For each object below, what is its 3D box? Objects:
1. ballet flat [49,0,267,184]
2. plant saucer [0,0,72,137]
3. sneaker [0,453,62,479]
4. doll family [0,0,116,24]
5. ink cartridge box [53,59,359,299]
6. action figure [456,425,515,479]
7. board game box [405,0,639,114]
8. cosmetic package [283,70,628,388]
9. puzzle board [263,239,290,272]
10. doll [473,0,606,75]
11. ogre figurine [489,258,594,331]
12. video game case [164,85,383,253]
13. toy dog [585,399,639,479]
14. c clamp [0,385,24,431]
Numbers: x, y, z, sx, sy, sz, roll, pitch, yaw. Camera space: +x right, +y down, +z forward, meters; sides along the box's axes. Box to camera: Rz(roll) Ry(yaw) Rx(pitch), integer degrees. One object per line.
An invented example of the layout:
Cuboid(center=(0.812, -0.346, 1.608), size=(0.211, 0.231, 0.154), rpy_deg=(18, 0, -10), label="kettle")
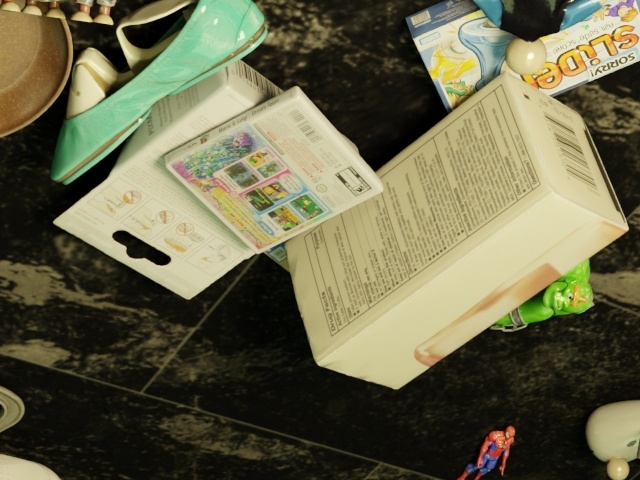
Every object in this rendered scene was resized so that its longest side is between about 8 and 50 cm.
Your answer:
Cuboid(center=(-0.162, -0.148, 1.448), size=(0.247, 0.083, 0.087), rpy_deg=(-34, 109, 19), label="ballet flat")
Cuboid(center=(-0.311, -0.166, 1.407), size=(0.198, 0.036, 0.198), rpy_deg=(-7, 136, -7), label="plant saucer")
Cuboid(center=(-0.418, 0.263, 1.732), size=(0.305, 0.114, 0.152), rpy_deg=(2, 148, -12), label="sneaker")
Cuboid(center=(-0.241, -0.236, 1.308), size=(0.193, 0.076, 0.111), rpy_deg=(3, 98, -29), label="doll family")
Cuboid(center=(-0.108, -0.057, 1.568), size=(0.232, 0.066, 0.189), rpy_deg=(-31, 135, 28), label="ink cartridge box")
Cuboid(center=(0.202, 0.261, 1.988), size=(0.038, 0.030, 0.115), rpy_deg=(13, 128, -20), label="action figure")
Cuboid(center=(0.194, -0.188, 1.522), size=(0.201, 0.035, 0.136), rpy_deg=(-23, 136, 9), label="board game box")
Cuboid(center=(0.122, -0.003, 1.570), size=(0.296, 0.153, 0.129), rpy_deg=(-36, 142, 29), label="cosmetic package")
Cuboid(center=(0.000, 0.000, 1.679), size=(0.096, 0.011, 0.128), rpy_deg=(-33, 133, 20), label="puzzle board")
Cuboid(center=(0.194, -0.229, 1.430), size=(0.129, 0.046, 0.189), rpy_deg=(7, 117, -6), label="doll")
Cuboid(center=(0.220, 0.025, 1.711), size=(0.118, 0.097, 0.197), rpy_deg=(-1, 122, 11), label="ogre figurine")
Cuboid(center=(-0.041, -0.061, 1.523), size=(0.143, 0.019, 0.157), rpy_deg=(-26, 137, 18), label="video game case")
Cuboid(center=(0.458, 0.240, 1.857), size=(0.220, 0.161, 0.334), rpy_deg=(22, 149, -22), label="toy dog")
Cuboid(center=(-0.400, 0.185, 1.750), size=(0.161, 0.022, 0.137), rpy_deg=(-24, 136, 10), label="c clamp")
